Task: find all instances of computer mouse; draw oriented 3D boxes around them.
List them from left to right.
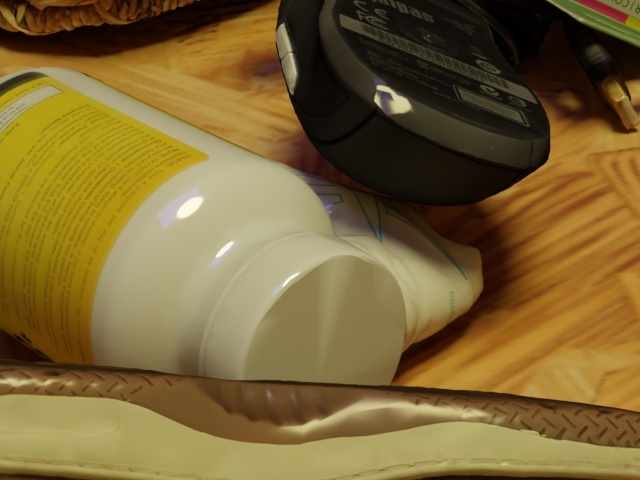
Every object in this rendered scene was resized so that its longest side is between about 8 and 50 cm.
[{"bbox_3d":[0.058,-0.062,0.790,0.184,0.060,0.262,19,23,-21],"label":"computer mouse"}]

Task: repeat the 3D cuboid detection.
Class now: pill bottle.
[{"bbox_3d":[-0.059,0.008,0.681,0.103,0.103,0.184,-29,37,-31],"label":"pill bottle"}]

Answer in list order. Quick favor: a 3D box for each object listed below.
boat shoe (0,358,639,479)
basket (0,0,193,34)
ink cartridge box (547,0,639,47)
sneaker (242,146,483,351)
[{"bbox_3d":[0.000,0.090,0.563,0.257,0.095,0.095,5,-3,-11],"label":"boat shoe"},{"bbox_3d":[-0.076,-0.214,1.036,0.213,0.223,0.299,39,50,14],"label":"basket"},{"bbox_3d":[0.116,-0.149,0.897,0.109,0.062,0.209,18,16,-35],"label":"ink cartridge box"},{"bbox_3d":[0.000,0.000,0.741,0.061,0.053,0.152,-19,37,-37],"label":"sneaker"}]
